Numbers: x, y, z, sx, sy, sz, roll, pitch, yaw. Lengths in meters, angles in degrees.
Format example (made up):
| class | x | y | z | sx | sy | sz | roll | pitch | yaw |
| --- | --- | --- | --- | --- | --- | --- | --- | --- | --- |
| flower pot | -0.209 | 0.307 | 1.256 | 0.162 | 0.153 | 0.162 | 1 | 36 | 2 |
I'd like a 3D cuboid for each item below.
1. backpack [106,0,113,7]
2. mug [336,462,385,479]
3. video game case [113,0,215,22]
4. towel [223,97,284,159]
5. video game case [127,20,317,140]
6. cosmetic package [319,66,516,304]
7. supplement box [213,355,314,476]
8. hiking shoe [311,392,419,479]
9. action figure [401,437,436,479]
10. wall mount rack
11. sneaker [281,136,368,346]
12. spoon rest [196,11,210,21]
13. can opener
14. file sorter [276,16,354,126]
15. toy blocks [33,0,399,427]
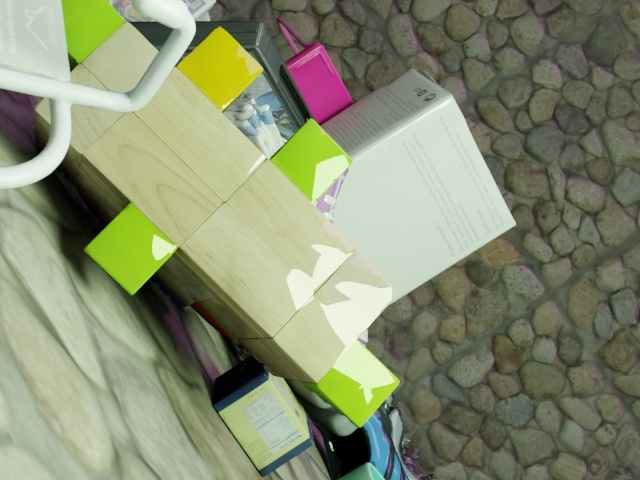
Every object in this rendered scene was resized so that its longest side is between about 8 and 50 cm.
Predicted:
| class | x | y | z | sx | sy | sz | roll | pitch | yaw |
| --- | --- | --- | --- | --- | --- | --- | --- | --- | --- |
| backpack | -0.270 | -0.298 | 0.847 | 0.276 | 0.213 | 0.263 | 62 | 7 | -62 |
| mug | 0.033 | 0.260 | 0.773 | 0.129 | 0.097 | 0.158 | 57 | 0 | 15 |
| video game case | -0.234 | -0.310 | 1.128 | 0.183 | 0.023 | 0.201 | 42 | 38 | -8 |
| towel | -0.094 | -0.020 | 0.981 | 0.209 | 0.034 | 0.285 | 6 | -49 | 35 |
| video game case | -0.155 | -0.161 | 1.074 | 0.248 | 0.275 | 0.035 | 56 | 41 | -62 |
| cosmetic package | 0.027 | -0.023 | 1.238 | 0.217 | 0.385 | 0.156 | 60 | 1 | -27 |
| supplement box | -0.053 | 0.159 | 0.893 | 0.083 | 0.056 | 0.083 | 57 | 1 | -10 |
| hiking shoe | 0.073 | 0.334 | 1.239 | 0.132 | 0.113 | 0.304 | 0 | 59 | -53 |
| action figure | 0.182 | 0.467 | 1.842 | 0.285 | 0.099 | 0.185 | 54 | 3 | 42 |
| wall mount rack | -0.236 | -0.208 | 0.550 | 0.304 | 0.130 | 0.350 | 10 | 49 | -35 |
| sneaker | 0.000 | 0.000 | 1.099 | 0.282 | 0.161 | 0.102 | 50 | -8 | -24 |
| spoon rest | -0.178 | -0.246 | 1.207 | 0.276 | 0.137 | 0.084 | -89 | -174 | -69 |
| can opener | -0.025 | 0.122 | 1.037 | 0.283 | 0.095 | 0.076 | 16 | -39 | 60 |
| file sorter | -0.107 | -0.145 | 1.342 | 0.202 | 0.290 | 0.182 | 57 | -2 | -38 |
| toy blocks | -0.105 | -0.014 | 0.826 | 0.381 | 0.191 | 0.261 | 45 | -15 | -7 |
